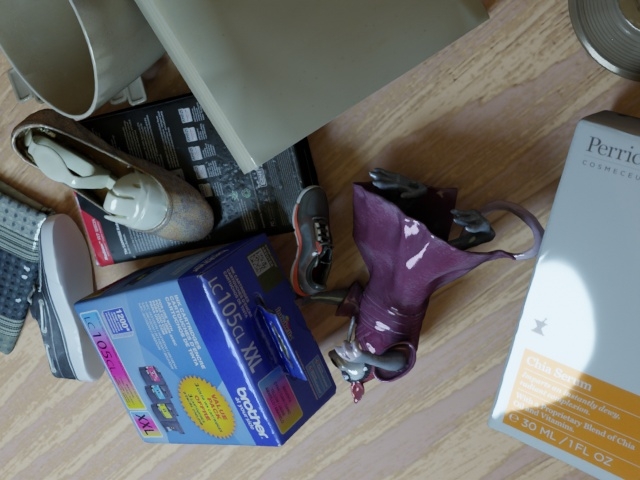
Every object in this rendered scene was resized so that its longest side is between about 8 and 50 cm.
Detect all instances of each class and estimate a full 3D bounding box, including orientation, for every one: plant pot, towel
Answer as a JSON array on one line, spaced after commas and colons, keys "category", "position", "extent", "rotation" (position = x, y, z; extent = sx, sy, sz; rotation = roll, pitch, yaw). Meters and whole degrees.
[{"category": "plant pot", "position": [0.425, -0.310, 0.873], "extent": [0.237, 0.109, 0.238], "rotation": [6, 107, 20]}, {"category": "towel", "position": [-0.641, 0.010, 1.257], "extent": [0.324, 0.056, 0.312], "rotation": [26, 113, 1]}, {"category": "plant pot", "position": [-0.265, -0.335, 0.936], "extent": [0.256, 0.274, 0.257], "rotation": [30, 141, 27]}]

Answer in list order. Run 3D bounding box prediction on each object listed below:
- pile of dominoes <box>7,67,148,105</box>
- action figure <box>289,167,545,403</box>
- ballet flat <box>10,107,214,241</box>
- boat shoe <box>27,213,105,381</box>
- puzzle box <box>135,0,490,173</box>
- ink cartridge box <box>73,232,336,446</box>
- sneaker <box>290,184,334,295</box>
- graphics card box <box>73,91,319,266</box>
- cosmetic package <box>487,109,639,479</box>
[{"category": "pile of dominoes", "position": [-0.362, -0.300, 1.093], "extent": [0.251, 0.040, 0.196], "rotation": [2, 88, 14]}, {"category": "action figure", "position": [0.113, 0.081, 1.068], "extent": [0.275, 0.248, 0.371], "rotation": [-1, 123, -24]}, {"category": "ballet flat", "position": [-0.305, -0.080, 1.022], "extent": [0.315, 0.106, 0.108], "rotation": [28, 110, 3]}, {"category": "boat shoe", "position": [-0.444, 0.102, 1.212], "extent": [0.102, 0.108, 0.302], "rotation": [-1, 114, 11]}, {"category": "puzzle box", "position": [0.001, -0.299, 0.884], "extent": [0.408, 0.052, 0.272], "rotation": [-35, 98, -23]}, {"category": "ink cartridge box", "position": [-0.157, 0.154, 1.061], "extent": [0.395, 0.151, 0.270], "rotation": [-15, 104, 40]}, {"category": "sneaker", "position": [0.000, 0.000, 1.003], "extent": [0.064, 0.061, 0.158], "rotation": [-3, 84, 53]}, {"category": "graphics card box", "position": [-0.197, -0.106, 1.097], "extent": [0.370, 0.094, 0.233], "rotation": [-11, 104, 16]}, {"category": "cosmetic package", "position": [0.403, 0.079, 0.946], "extent": [0.230, 0.161, 0.454], "rotation": [21, 113, 28]}]
